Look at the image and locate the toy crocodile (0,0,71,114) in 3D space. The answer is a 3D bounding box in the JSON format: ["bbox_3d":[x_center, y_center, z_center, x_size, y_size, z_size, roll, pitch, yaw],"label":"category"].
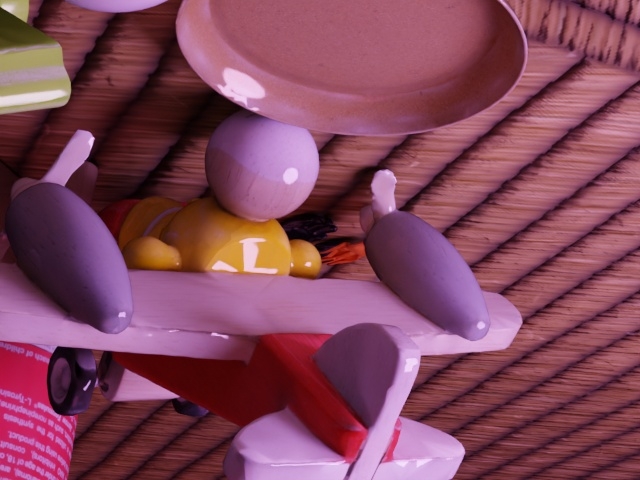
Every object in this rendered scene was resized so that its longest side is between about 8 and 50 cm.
[{"bbox_3d":[-0.279,-0.142,0.962,0.340,0.105,0.115,29,-152,28],"label":"toy crocodile"}]

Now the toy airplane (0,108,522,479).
[{"bbox_3d":[-0.049,0.038,1.228,0.384,0.273,0.386,10,-174,9],"label":"toy airplane"}]

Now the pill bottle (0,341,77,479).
[{"bbox_3d":[-0.348,0.225,1.525,0.229,0.408,0.229,5,154,2],"label":"pill bottle"}]

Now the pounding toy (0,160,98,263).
[{"bbox_3d":[-0.283,-0.015,1.373,0.206,0.094,0.181,-5,152,23],"label":"pounding toy"}]

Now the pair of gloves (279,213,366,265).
[{"bbox_3d":[0.000,0.000,1.441,0.074,0.010,0.083,-16,144,41],"label":"pair of gloves"}]

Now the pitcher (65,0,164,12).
[{"bbox_3d":[-0.078,-0.185,0.897,0.177,0.126,0.207,6,-178,-20],"label":"pitcher"}]

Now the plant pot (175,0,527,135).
[{"bbox_3d":[0.022,-0.141,1.117,0.236,0.032,0.236,6,154,3],"label":"plant pot"}]
